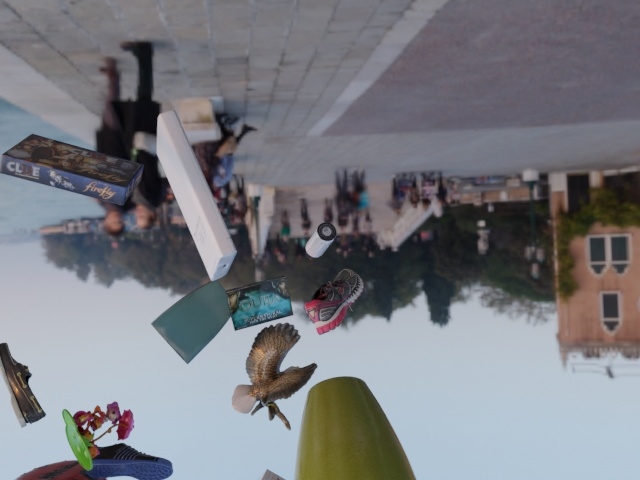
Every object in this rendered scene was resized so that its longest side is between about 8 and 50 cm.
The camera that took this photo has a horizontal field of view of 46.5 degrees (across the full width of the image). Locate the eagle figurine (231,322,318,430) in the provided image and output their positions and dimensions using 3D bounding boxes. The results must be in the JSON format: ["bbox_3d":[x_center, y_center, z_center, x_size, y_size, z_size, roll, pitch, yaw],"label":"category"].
[{"bbox_3d":[-0.143,0.440,2.417,0.226,0.298,0.225,21,-137,3],"label":"eagle figurine"}]

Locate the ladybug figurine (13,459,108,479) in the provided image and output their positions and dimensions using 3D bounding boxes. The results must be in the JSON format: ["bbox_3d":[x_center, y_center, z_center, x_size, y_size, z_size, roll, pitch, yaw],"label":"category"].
[{"bbox_3d":[-0.726,0.711,2.028,0.305,0.162,0.449,3,180,10],"label":"ladybug figurine"}]

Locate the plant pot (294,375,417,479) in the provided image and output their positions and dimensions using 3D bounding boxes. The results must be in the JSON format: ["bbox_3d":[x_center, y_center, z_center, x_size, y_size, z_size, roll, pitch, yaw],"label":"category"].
[{"bbox_3d":[0.058,0.451,1.583,0.274,0.294,0.275,-7,142,-6],"label":"plant pot"}]

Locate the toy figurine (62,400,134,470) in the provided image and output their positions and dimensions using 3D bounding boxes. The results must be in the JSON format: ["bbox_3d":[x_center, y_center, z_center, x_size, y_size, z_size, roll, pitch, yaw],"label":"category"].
[{"bbox_3d":[-0.560,0.474,1.917,0.159,0.173,0.130,-26,-162,-36],"label":"toy figurine"}]

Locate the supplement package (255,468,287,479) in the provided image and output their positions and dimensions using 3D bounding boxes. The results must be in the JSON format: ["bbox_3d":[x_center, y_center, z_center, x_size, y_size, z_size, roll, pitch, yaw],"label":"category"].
[{"bbox_3d":[-0.104,0.736,1.984,0.203,0.149,0.194,30,151,0],"label":"supplement package"}]

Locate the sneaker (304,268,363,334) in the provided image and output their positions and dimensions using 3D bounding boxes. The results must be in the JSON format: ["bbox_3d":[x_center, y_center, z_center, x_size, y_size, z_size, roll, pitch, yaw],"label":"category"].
[{"bbox_3d":[0.047,0.169,2.360,0.120,0.112,0.299,-25,-164,30],"label":"sneaker"}]

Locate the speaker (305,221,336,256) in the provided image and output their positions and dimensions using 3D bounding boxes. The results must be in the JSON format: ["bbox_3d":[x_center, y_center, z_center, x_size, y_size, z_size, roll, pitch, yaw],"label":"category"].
[{"bbox_3d":[0.000,0.000,2.014,0.055,0.055,0.136,-3,161,-16],"label":"speaker"}]

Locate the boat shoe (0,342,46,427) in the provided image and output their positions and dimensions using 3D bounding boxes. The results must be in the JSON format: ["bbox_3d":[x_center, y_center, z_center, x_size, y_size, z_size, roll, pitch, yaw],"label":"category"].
[{"bbox_3d":[-0.766,0.358,1.894,0.068,0.228,0.081,-20,165,-23],"label":"boat shoe"}]

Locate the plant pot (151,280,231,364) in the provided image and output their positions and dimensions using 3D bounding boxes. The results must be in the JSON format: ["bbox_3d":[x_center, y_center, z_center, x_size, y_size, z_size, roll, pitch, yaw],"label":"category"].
[{"bbox_3d":[-0.378,0.235,2.312,0.234,0.165,0.165,-42,-175,-7],"label":"plant pot"}]

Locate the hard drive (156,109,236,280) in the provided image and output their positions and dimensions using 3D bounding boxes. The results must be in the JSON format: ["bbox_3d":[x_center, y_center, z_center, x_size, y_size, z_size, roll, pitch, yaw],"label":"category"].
[{"bbox_3d":[-0.294,-0.097,1.736,0.047,0.353,0.233,-22,170,-18],"label":"hard drive"}]

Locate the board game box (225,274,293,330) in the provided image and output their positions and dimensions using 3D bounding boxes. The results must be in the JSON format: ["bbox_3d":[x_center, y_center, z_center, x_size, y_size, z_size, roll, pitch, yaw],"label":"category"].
[{"bbox_3d":[-0.182,0.187,2.234,0.186,0.126,0.026,-15,-166,-14],"label":"board game box"}]

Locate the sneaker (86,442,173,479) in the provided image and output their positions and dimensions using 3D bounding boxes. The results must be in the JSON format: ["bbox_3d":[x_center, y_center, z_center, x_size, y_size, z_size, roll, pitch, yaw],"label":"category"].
[{"bbox_3d":[-0.519,0.600,2.043,0.232,0.081,0.090,7,-149,-12],"label":"sneaker"}]

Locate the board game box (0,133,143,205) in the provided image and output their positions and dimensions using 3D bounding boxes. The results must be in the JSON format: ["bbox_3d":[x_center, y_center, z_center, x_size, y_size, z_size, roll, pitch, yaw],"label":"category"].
[{"bbox_3d":[-0.500,-0.147,1.521,0.243,0.042,0.165,15,-159,-7],"label":"board game box"}]
